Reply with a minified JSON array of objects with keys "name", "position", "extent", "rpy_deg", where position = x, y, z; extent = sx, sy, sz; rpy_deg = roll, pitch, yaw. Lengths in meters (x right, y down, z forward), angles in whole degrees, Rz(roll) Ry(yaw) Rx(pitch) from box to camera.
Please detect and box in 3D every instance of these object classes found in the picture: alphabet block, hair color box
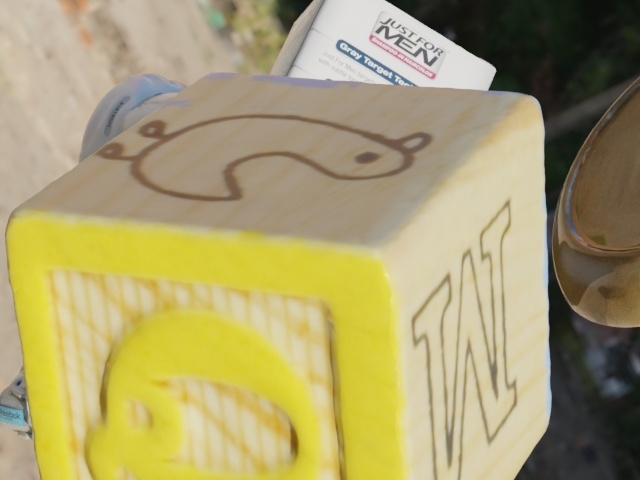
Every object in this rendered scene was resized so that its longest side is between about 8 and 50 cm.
[{"name":"alphabet block","position":[-0.010,0.044,0.921],"extent":[0.197,0.192,0.193],"rpy_deg":[-45,134,-56]},{"name":"hair color box","position":[0.008,-0.044,1.688],"extent":[0.174,0.105,0.347],"rpy_deg":[31,58,-10]}]

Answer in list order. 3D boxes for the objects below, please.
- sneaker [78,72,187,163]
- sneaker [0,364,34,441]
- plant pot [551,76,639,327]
[{"name":"sneaker","position":[0.000,0.000,1.150],"extent":[0.292,0.110,0.118],"rpy_deg":[28,-12,-27]},{"name":"sneaker","position":[-0.139,0.101,1.095],"extent":[0.190,0.083,0.071],"rpy_deg":[-145,-129,-78]},{"name":"plant pot","position":[0.214,-0.054,1.067],"extent":[0.032,0.236,0.236],"rpy_deg":[44,14,-22]}]
